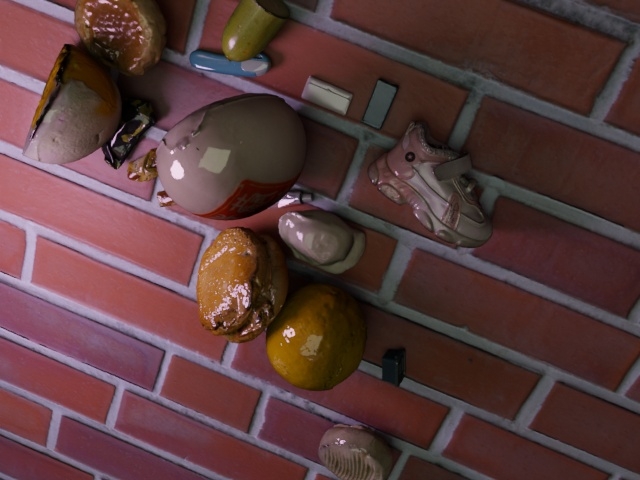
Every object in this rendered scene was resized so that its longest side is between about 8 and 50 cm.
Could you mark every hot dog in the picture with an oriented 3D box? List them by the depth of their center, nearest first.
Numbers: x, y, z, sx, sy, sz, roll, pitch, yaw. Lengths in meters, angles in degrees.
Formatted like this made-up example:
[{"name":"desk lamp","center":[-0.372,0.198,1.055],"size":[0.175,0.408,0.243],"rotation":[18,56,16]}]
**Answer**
[{"name":"hot dog","center":[-0.479,-0.203,1.876],"size":[0.168,0.061,0.078],"rotation":[-25,107,22]}]

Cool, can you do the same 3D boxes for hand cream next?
[{"name":"hand cream","center":[-0.120,-0.110,1.851],"size":[0.216,0.038,0.053],"rotation":[-1,89,20]}]

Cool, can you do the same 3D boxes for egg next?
[{"name":"egg","center":[-0.629,-0.327,1.750],"size":[0.201,0.337,0.337],"rotation":[25,120,-25]}]

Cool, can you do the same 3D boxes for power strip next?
[{"name":"power strip","center":[0.147,-0.338,1.682],"size":[0.056,0.032,0.123],"rotation":[24,117,3]}]

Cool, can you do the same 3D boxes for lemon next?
[{"name":"lemon","center":[-0.010,0.265,1.853],"size":[0.296,0.297,0.297],"rotation":[5,115,11]}]

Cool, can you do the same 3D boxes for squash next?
[{"name":"squash","center":[-0.170,-0.510,1.636],"size":[0.123,0.123,0.187],"rotation":[39,118,-5]}]

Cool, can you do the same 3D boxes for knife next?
[{"name":"knife","center":[-0.231,-0.455,1.723],"size":[0.221,0.031,0.064],"rotation":[9,104,13]}]

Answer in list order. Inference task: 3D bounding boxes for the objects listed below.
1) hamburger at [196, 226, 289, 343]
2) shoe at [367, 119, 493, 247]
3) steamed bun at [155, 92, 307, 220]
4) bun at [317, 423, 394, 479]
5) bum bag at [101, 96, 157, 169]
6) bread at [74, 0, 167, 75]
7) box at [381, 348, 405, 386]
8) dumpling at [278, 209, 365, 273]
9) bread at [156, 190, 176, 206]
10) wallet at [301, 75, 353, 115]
[{"name":"hamburger","center":[-0.210,0.124,1.833],"size":[0.170,0.314,0.290],"rotation":[19,131,-37]},{"name":"shoe","center":[0.301,-0.135,1.659],"size":[0.351,0.172,0.198],"rotation":[34,114,-5]},{"name":"steamed bun","center":[-0.198,-0.180,1.638],"size":[0.374,0.374,0.241],"rotation":[-31,81,23]},{"name":"bun","center":[0.118,0.645,2.063],"size":[0.239,0.141,0.239],"rotation":[16,139,14]},{"name":"bum bag","center":[-0.533,-0.301,1.845],"size":[0.106,0.060,0.232],"rotation":[45,116,-2]},{"name":"bread","center":[-0.488,-0.533,1.694],"size":[0.244,0.134,0.245],"rotation":[7,116,14]},{"name":"box","center":[0.212,0.367,1.962],"size":[0.054,0.074,0.099],"rotation":[7,115,22]},{"name":"dumpling","center":[0.000,0.000,1.818],"size":[0.250,0.132,0.163],"rotation":[20,109,-13]},{"name":"bread","center":[-0.421,-0.123,1.913],"size":[0.083,0.036,0.047],"rotation":[-9,103,18]},{"name":"wallet","center":[0.017,-0.365,1.707],"size":[0.122,0.025,0.061],"rotation":[23,110,3]}]
